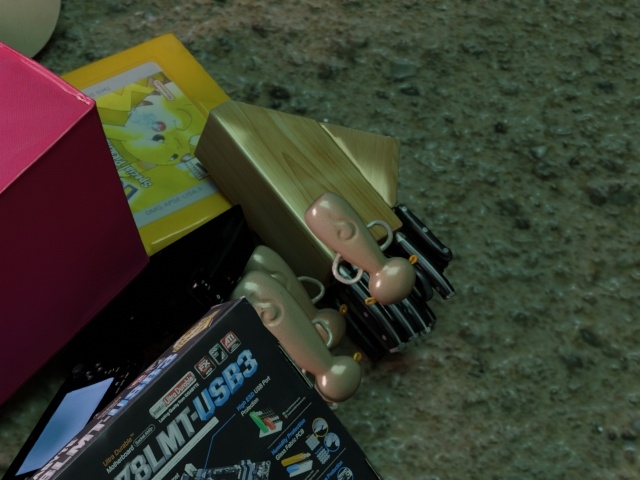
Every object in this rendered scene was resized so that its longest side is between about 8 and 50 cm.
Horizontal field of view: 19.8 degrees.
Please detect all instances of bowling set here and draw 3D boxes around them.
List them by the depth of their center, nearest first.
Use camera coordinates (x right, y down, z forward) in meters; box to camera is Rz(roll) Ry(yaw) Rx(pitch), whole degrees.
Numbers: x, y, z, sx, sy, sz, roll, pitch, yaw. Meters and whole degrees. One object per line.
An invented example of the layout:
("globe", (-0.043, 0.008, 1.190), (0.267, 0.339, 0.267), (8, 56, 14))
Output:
("bowling set", (-0.039, 0.095, 1.785), (0.154, 0.200, 0.287), (45, 82, -8))

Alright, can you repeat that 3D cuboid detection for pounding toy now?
("pounding toy", (-0.396, -0.306, 2.111), (0.183, 0.110, 0.237), (19, 81, -29))

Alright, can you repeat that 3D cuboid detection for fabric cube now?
("fabric cube", (-0.353, -0.032, 1.711), (0.259, 0.258, 0.254), (35, 68, 26))

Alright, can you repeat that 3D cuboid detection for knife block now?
("knife block", (0.000, 0.000, 1.868), (0.275, 0.088, 0.242), (13, 57, -10))

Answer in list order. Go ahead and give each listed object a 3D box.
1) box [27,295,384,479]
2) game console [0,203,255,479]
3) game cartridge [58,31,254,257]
("box", (-0.084, 0.250, 1.580), (0.293, 0.073, 0.295), (52, 55, -10))
("game console", (-0.188, 0.118, 1.691), (0.044, 0.213, 0.361), (46, 41, -17))
("game cartridge", (-0.228, -0.078, 1.974), (0.323, 0.053, 0.285), (-24, 55, -26))
